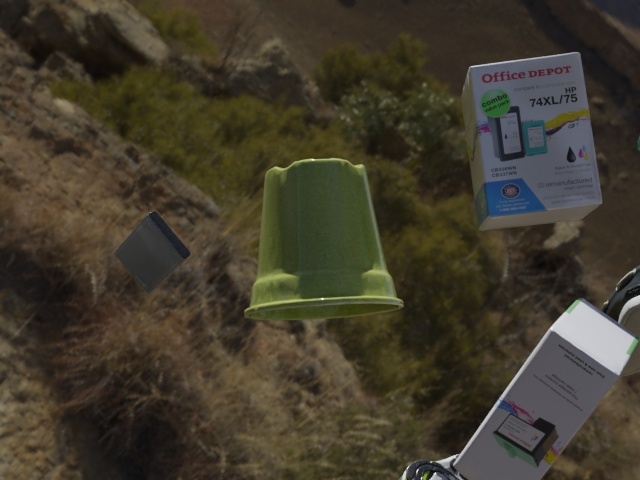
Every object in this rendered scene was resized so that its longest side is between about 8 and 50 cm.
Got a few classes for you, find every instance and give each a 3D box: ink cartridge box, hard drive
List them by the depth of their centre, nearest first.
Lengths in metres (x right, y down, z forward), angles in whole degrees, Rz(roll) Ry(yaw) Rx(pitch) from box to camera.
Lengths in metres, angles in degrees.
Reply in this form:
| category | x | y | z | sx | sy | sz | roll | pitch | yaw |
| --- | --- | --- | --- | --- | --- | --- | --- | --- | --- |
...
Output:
| category | x | y | z | sx | sy | sz | roll | pitch | yaw |
| --- | --- | --- | --- | --- | --- | --- | --- | --- | --- |
| ink cartridge box | 0.343 | 0.245 | 1.355 | 0.117 | 0.278 | 0.201 | 37 | 24 | 17 |
| hard drive | -0.281 | 0.022 | 1.489 | 0.094 | 0.135 | 0.022 | 50 | 44 | 0 |
| ink cartridge box | 0.373 | -0.172 | 1.614 | 0.197 | 0.198 | 0.270 | 51 | 32 | -81 |

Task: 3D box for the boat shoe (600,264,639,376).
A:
| category | x | y | z | sx | sy | sz | roll | pitch | yaw |
| --- | --- | --- | --- | --- | --- | --- | --- | --- | --- |
| boat shoe | 0.552 | 0.150 | 1.593 | 0.114 | 0.302 | 0.091 | 11 | 57 | 0 |

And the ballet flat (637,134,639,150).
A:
| category | x | y | z | sx | sy | sz | roll | pitch | yaw |
| --- | --- | --- | --- | --- | --- | --- | --- | --- | --- |
| ballet flat | 0.468 | -0.212 | 1.066 | 0.139 | 0.139 | 0.400 | 61 | 0 | 28 |

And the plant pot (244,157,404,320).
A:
| category | x | y | z | sx | sy | sz | roll | pitch | yaw |
| --- | --- | --- | --- | --- | --- | --- | --- | --- | --- |
| plant pot | 0.000 | 0.000 | 1.549 | 0.276 | 0.276 | 0.254 | 9 | 74 | -51 |

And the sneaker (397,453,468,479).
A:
| category | x | y | z | sx | sy | sz | roll | pitch | yaw |
| --- | --- | --- | --- | --- | --- | --- | --- | --- | --- |
| sneaker | 0.252 | 0.527 | 1.908 | 0.300 | 0.121 | 0.111 | 14 | 45 | -41 |
